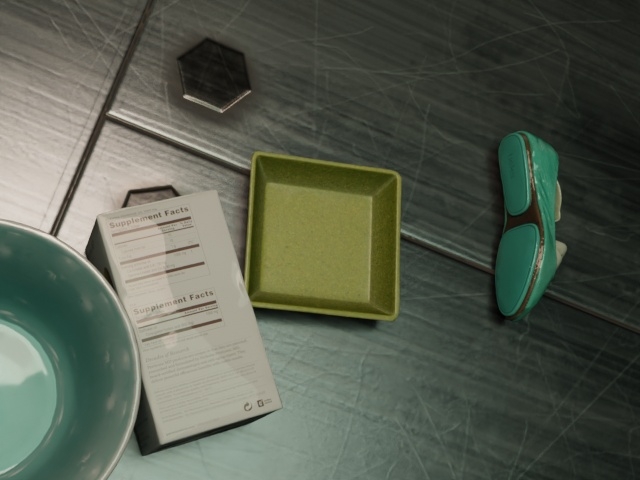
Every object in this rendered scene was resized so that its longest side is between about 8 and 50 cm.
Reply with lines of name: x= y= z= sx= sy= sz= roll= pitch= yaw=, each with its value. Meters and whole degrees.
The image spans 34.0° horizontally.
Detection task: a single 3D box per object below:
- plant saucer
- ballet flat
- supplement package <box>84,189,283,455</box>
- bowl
plant saucer: x=0.000 y=0.000 z=1.244 sx=0.188 sy=0.045 sz=0.188 roll=7 pitch=73 yaw=-15
ballet flat: x=0.273 y=-0.017 z=1.319 sx=0.087 sy=0.083 sz=0.247 roll=11 pitch=73 yaw=-29
supplement package: x=-0.152 y=0.089 z=1.121 sx=0.134 sy=0.139 sz=0.244 roll=-14 pitch=78 yaw=-21
bowl: x=-0.342 y=0.147 z=1.031 sx=0.312 sy=0.163 sz=0.311 roll=5 pitch=73 yaw=-16
